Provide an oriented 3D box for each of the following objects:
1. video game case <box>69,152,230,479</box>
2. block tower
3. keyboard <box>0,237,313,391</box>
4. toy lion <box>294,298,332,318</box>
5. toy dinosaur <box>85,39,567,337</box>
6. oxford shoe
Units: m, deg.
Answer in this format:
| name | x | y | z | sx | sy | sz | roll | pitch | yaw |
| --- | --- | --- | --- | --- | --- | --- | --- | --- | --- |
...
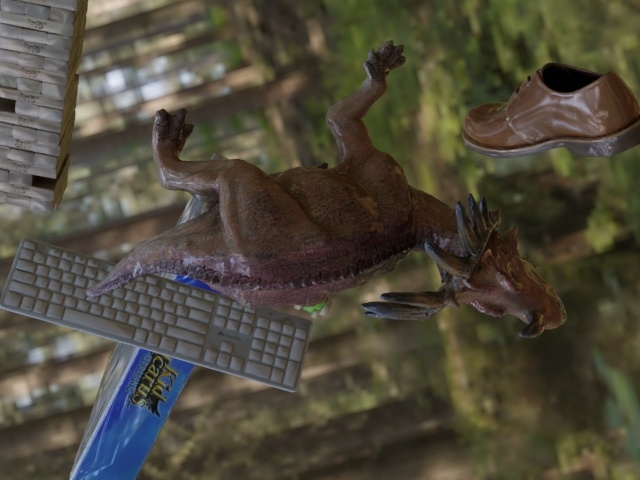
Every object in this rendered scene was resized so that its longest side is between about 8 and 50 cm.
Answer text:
| name | x | y | z | sx | sy | sz | roll | pitch | yaw |
| --- | --- | --- | --- | --- | --- | --- | --- | --- | --- |
| video game case | -0.146 | 0.082 | 1.826 | 0.269 | 0.061 | 0.244 | -61 | 10 | 25 |
| block tower | -0.339 | -0.186 | 2.267 | 0.091 | 0.097 | 0.335 | -79 | -1 | -54 |
| keyboard | -0.135 | 0.062 | 1.577 | 0.014 | 0.256 | 0.072 | 111 | 174 | -50 |
| toy lion | 0.006 | 0.049 | 2.387 | 0.096 | 0.034 | 0.100 | -63 | 7 | -9 |
| toy dinosaur | 0.000 | 0.000 | 1.207 | 0.127 | 0.296 | 0.200 | 88 | 163 | -47 |
| oxford shoe | 0.191 | -0.115 | 1.601 | 0.076 | 0.212 | 0.076 | -36 | -71 | -30 |
